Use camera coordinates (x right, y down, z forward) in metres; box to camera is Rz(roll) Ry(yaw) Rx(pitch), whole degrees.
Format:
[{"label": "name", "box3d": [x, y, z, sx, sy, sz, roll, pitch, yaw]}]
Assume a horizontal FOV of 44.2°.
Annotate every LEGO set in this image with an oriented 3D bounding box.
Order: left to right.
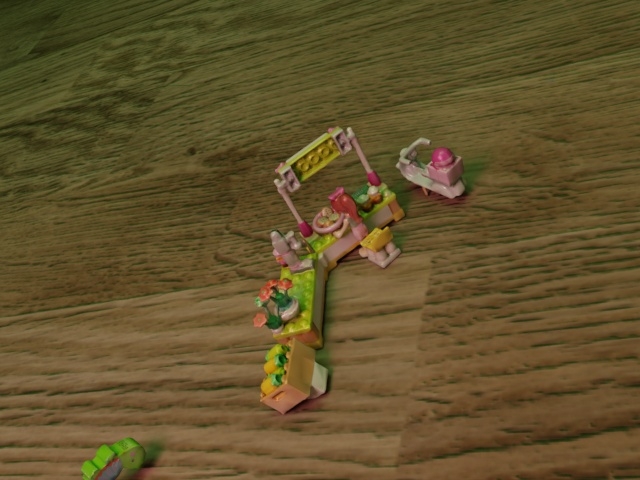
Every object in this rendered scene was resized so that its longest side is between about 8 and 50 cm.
[{"label": "LEGO set", "box3d": [0.000, 0.000, 0.686, 0.132, 0.107, 0.287, 13, 54, 43]}]

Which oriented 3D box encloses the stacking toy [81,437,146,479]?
[{"label": "stacking toy", "box3d": [-0.163, 0.255, 0.552, 0.167, 0.052, 0.221, 18, 56, 44]}]
